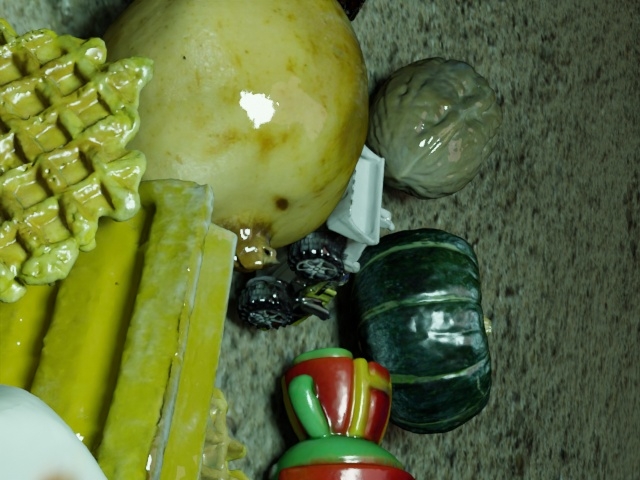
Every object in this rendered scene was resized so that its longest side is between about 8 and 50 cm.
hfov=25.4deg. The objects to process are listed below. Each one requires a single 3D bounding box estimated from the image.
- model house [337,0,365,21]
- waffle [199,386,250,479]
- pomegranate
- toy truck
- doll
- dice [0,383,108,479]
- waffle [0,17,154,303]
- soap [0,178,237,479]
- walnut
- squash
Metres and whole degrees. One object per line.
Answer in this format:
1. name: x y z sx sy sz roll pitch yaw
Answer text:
1. model house: -0.012 -0.311 1.691 0.203 0.141 0.164 -56 154 -25
2. waffle: -0.161 0.205 1.319 0.253 0.056 0.249 -18 88 -57
3. pomegranate: -0.088 -0.122 1.310 0.307 0.307 0.307 21 66 -58
4. toy truck: 0.000 0.000 1.488 0.111 0.286 0.136 17 57 -20
5. doll: 0.022 0.299 1.546 0.182 0.160 0.363 47 45 -58
6. dice: -0.291 0.253 0.841 0.277 0.304 0.304 -10 92 -61
7. waffle: -0.247 -0.070 1.081 0.058 0.243 0.237 89 14 -58
8. soap: -0.209 0.097 1.091 0.143 0.259 0.281 58 36 -58
9. walnut: 0.143 -0.144 1.869 0.230 0.178 0.178 -53 129 -46
10. squash: 0.127 0.108 1.731 0.252 0.165 0.252 -13 90 -88
